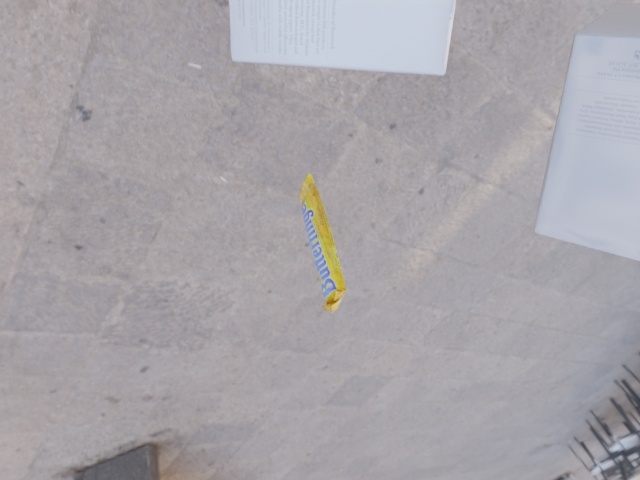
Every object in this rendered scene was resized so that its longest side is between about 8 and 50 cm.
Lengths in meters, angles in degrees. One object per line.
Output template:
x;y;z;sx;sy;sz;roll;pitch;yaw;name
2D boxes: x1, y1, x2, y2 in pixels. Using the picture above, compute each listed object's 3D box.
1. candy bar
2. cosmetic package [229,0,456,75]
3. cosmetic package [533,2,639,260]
0.000;0.000;0.513;0.018;0.161;0.040;3;141;-23;candy bar
0.051;-0.475;1.085;0.453;0.230;0.161;7;119;7;cosmetic package
0.358;-0.133;0.559;0.224;0.138;0.224;-37;134;-42;cosmetic package
